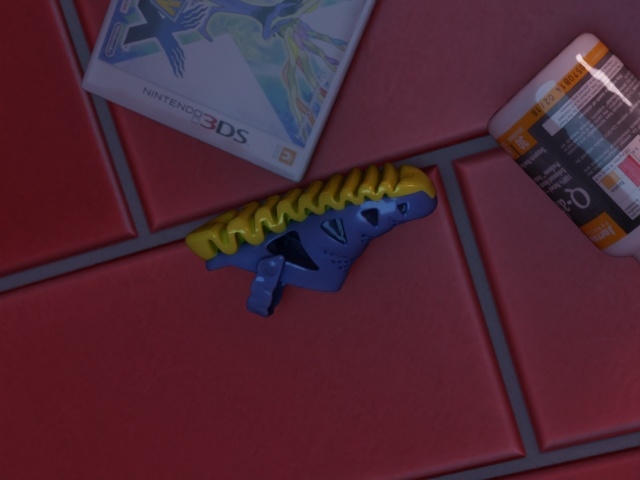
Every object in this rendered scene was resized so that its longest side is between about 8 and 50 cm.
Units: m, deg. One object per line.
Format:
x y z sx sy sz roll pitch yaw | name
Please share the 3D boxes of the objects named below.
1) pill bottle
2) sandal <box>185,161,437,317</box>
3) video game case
0.333 -0.083 1.451 0.162 0.162 0.278 -44 89 17 | pill bottle
0.000 0.000 1.575 0.317 0.126 0.138 -18 100 24 | sandal
-0.098 -0.275 1.567 0.300 0.036 0.329 24 105 3 | video game case
